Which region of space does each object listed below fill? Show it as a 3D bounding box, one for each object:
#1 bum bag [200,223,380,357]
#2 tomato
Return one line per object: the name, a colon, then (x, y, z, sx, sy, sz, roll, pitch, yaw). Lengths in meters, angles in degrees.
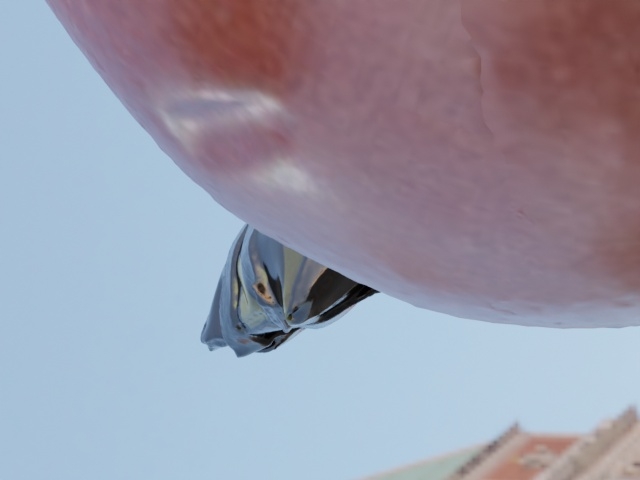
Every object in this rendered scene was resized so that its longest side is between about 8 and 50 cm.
bum bag: (0.000, 0.000, 0.727, 0.060, 0.232, 0.107, 36, -104, -4)
tomato: (0.054, -0.149, 0.402, 0.273, 0.341, 0.341, 46, -133, -74)
